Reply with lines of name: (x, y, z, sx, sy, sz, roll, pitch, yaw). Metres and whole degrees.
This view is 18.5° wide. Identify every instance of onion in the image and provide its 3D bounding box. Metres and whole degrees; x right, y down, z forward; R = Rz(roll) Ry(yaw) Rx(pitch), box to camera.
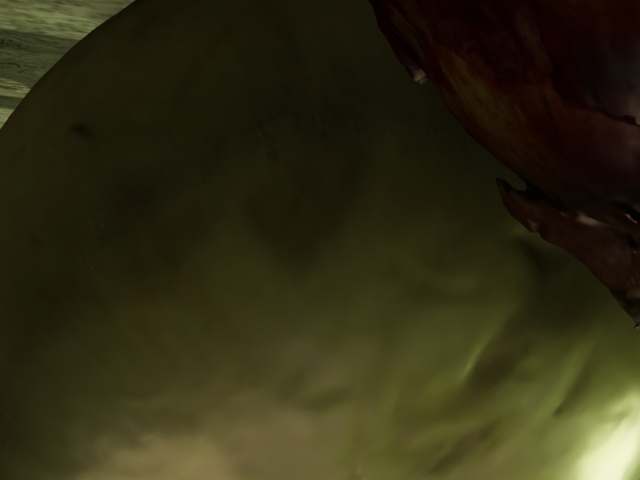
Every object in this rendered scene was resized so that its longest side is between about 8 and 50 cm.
onion: (0.114, -0.052, 0.580, 0.230, 0.163, 0.230, 10, -175, -1)

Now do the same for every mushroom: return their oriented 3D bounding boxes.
mushroom: (0.004, 0.011, 0.920, 0.353, 0.353, 0.325, 8, 155, -11)
